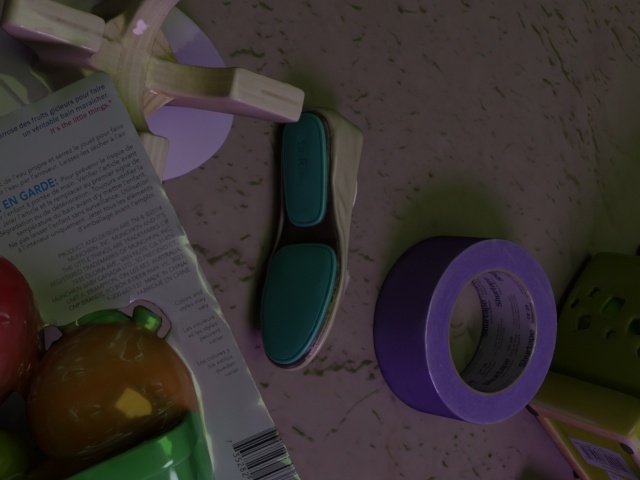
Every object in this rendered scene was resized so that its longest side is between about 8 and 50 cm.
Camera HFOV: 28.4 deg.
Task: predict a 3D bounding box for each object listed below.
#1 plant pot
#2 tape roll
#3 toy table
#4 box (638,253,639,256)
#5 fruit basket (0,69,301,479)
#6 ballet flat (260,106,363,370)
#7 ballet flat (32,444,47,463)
[{"bbox_3d":[0.370,0.171,1.389,0.207,0.228,0.227,-47,119,-18],"label":"plant pot"},{"bbox_3d":[0.151,0.090,1.301,0.189,0.080,0.189,-1,92,-38],"label":"tape roll"},{"bbox_3d":[-0.154,-0.137,1.006,0.274,0.161,0.252,0,92,-37],"label":"toy table"},{"bbox_3d":[0.501,0.075,1.479,0.175,0.220,0.051,25,87,-35],"label":"box"},{"bbox_3d":[-0.219,0.106,0.900,0.327,0.165,0.353,-26,85,3],"label":"fruit basket"},{"bbox_3d":[0.000,0.000,1.186,0.086,0.086,0.248,10,85,-37],"label":"ballet flat"},{"bbox_3d":[-0.245,0.252,1.017,0.241,0.091,0.077,-53,151,-18],"label":"ballet flat"}]
